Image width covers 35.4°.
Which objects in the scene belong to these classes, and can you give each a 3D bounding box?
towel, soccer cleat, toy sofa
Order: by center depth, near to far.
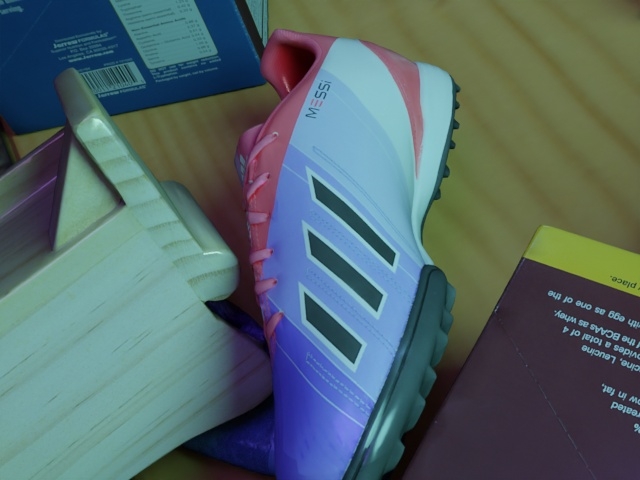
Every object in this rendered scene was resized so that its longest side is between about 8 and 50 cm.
[{"bbox_3d":[0.000,0.000,0.508,0.116,0.108,0.318,21,42,-9],"label":"soccer cleat"},{"bbox_3d":[-0.214,0.085,0.537,0.362,0.177,0.150,-37,25,-4],"label":"toy sofa"},{"bbox_3d":[-0.014,0.097,0.541,0.119,0.029,0.067,11,60,22],"label":"towel"}]

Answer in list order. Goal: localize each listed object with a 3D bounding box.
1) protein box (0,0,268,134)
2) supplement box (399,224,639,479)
[{"bbox_3d":[-0.158,-0.201,0.680,0.200,0.201,0.136,-10,54,10],"label":"protein box"},{"bbox_3d":[0.140,0.130,0.410,0.191,0.129,0.194,20,65,28],"label":"supplement box"}]
